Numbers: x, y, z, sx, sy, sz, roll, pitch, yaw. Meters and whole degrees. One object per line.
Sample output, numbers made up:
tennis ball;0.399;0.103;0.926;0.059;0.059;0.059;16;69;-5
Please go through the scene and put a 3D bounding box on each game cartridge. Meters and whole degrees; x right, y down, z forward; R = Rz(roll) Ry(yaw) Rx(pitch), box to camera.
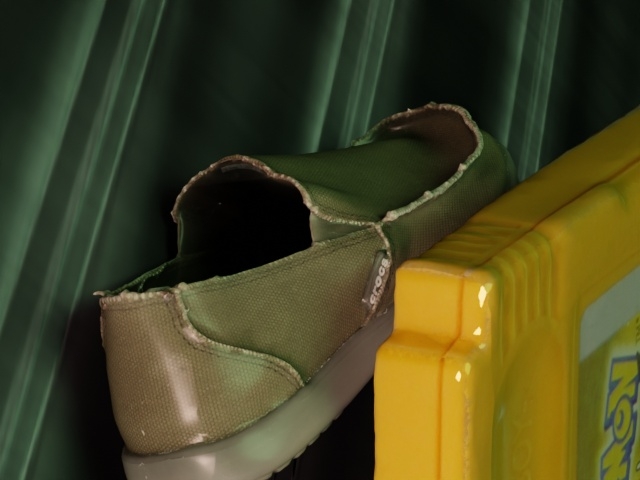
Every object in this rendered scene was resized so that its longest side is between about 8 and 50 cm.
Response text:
game cartridge;0.117;0.101;0.843;0.323;0.052;0.285;-33;126;-55

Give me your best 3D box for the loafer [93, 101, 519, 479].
loafer;0.000;0.000;0.764;0.251;0.094;0.087;-46;120;-51
